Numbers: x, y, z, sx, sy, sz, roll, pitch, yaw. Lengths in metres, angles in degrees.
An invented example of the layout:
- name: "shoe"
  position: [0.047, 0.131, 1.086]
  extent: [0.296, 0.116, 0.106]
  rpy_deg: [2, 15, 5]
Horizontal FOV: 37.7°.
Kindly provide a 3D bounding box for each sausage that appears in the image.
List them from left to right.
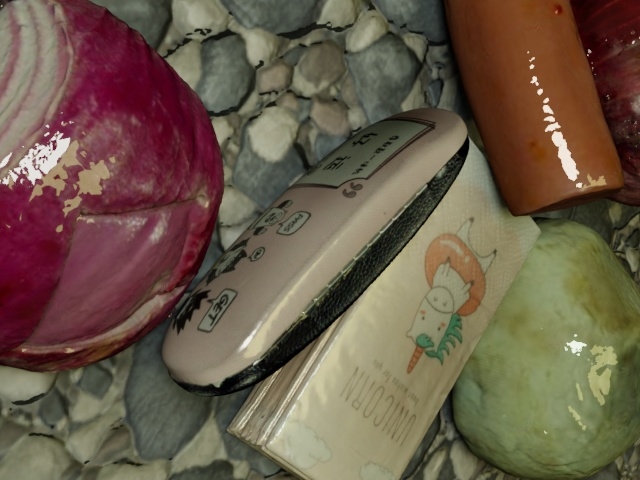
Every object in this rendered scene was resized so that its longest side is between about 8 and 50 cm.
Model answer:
- name: "sausage"
  position: [0.178, -0.151, 0.823]
  extent: [0.113, 0.113, 0.259]
  rpy_deg: [-12, 82, -38]

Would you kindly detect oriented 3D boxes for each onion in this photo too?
- name: "onion"
  position: [-0.152, -0.022, 0.615]
  extent: [0.247, 0.111, 0.250]
  rpy_deg: [44, 69, -36]
- name: "onion"
  position: [0.295, -0.153, 0.919]
  extent: [0.252, 0.219, 0.252]
  rpy_deg: [-6, 90, -77]

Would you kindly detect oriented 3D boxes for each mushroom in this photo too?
- name: "mushroom"
  position: [0.249, 0.109, 0.944]
  extent: [0.189, 0.164, 0.267]
  rpy_deg: [44, 71, -38]

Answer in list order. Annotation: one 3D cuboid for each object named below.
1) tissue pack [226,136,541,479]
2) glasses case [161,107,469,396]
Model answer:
- name: "tissue pack"
  position: [0.070, 0.075, 0.845]
  extent: [0.170, 0.071, 0.325]
  rpy_deg: [46, 70, -38]
- name: "glasses case"
  position: [0.000, 0.000, 0.737]
  extent: [0.314, 0.122, 0.075]
  rpy_deg: [-45, 119, -23]
